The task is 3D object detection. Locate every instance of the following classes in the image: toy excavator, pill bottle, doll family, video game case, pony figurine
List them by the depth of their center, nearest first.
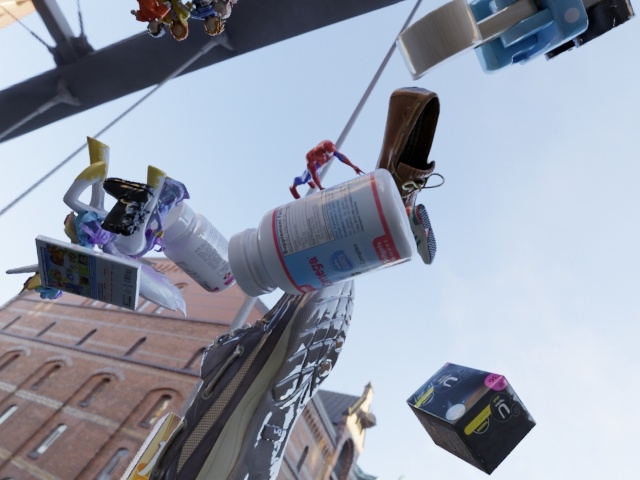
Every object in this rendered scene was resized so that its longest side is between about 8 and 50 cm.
[{"bbox_3d":[0.000,0.000,0.379,0.160,0.087,0.087,-19,-64,16],"label":"pill bottle"},{"bbox_3d":[-0.293,0.044,0.519,0.122,0.011,0.087,18,-51,-9],"label":"video game case"},{"bbox_3d":[0.369,-0.435,0.830,0.446,0.433,0.222,-26,-82,12],"label":"toy excavator"},{"bbox_3d":[-0.299,-0.552,0.937,0.264,0.118,0.163,-8,-59,13],"label":"doll family"},{"bbox_3d":[-0.458,-0.002,0.948,0.351,0.362,0.303,28,-6,-40],"label":"pony figurine"},{"bbox_3d":[-0.371,0.019,1.228,0.161,0.160,0.283,-3,-40,31],"label":"pill bottle"}]

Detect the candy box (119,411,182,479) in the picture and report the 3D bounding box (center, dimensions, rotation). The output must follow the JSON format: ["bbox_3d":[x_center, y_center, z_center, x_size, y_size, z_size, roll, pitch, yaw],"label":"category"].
[{"bbox_3d":[-0.286,0.573,0.949,0.317,0.182,0.087,40,-56,-10],"label":"candy box"}]

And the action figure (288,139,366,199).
[{"bbox_3d":[0.010,-0.153,1.019,0.139,0.091,0.280,46,-20,2],"label":"action figure"}]

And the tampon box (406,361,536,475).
[{"bbox_3d":[0.252,0.296,0.706,0.101,0.121,0.161,55,-19,-1],"label":"tampon box"}]

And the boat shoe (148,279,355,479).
[{"bbox_3d":[-0.078,0.152,0.475,0.131,0.355,0.132,17,-27,28],"label":"boat shoe"}]

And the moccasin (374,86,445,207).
[{"bbox_3d":[0.233,-0.192,1.051,0.147,0.139,0.379,40,-51,47],"label":"moccasin"}]

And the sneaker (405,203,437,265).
[{"bbox_3d":[0.234,-0.013,1.008,0.076,0.057,0.161,-5,-65,36],"label":"sneaker"}]

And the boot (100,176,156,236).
[{"bbox_3d":[-0.365,-0.061,0.740,0.121,0.099,0.045,10,-26,18],"label":"boot"}]
